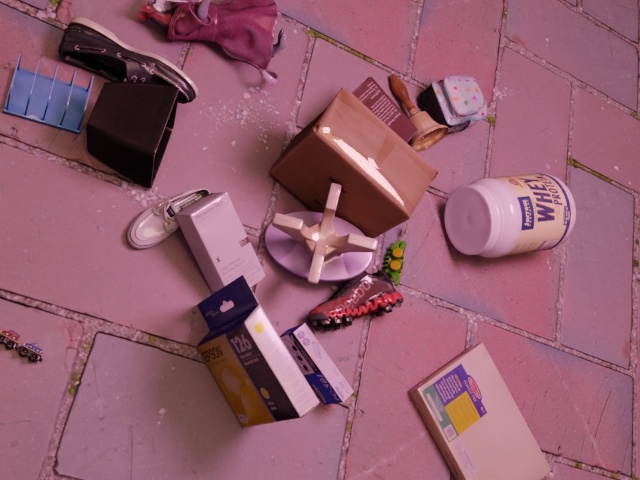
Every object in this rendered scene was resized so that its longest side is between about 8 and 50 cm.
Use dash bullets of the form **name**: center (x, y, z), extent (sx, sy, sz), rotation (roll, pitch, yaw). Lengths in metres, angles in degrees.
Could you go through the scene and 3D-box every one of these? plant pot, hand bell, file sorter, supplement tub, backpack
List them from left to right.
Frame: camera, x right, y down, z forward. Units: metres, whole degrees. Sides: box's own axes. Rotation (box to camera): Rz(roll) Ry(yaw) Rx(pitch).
- **file sorter**: center (-0.613, -0.336, 1.598), extent (0.170, 0.104, 0.118), rotation (15, 68, -24)
- **plant pot**: center (-0.439, -0.260, 1.631), extent (0.167, 0.187, 0.188), rotation (19, 66, -9)
- **hand bell**: center (0.270, -0.398, 2.103), extent (0.126, 0.126, 0.242), rotation (-17, 71, -31)
- **backpack**: center (0.420, -0.421, 2.156), extent (0.189, 0.144, 0.165), rotation (-13, 75, -37)
- **supplement tub**: center (0.551, -0.073, 2.055), extent (0.325, 0.235, 0.235), rotation (-7, 78, -30)

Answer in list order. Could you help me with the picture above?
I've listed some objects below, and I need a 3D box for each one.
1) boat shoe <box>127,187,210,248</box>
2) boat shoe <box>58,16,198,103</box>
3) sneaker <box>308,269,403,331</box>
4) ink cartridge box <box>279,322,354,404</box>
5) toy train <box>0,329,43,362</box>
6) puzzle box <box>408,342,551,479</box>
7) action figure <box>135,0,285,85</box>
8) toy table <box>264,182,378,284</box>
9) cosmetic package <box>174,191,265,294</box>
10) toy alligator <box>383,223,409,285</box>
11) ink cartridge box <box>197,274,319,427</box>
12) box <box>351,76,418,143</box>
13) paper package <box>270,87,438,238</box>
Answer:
- **boat shoe**: center (-0.357, -0.064, 1.663), extent (0.226, 0.076, 0.083), rotation (-42, 96, -31)
- **boat shoe**: center (-0.464, -0.402, 1.686), extent (0.340, 0.127, 0.113), rotation (30, 64, -15)
- **sneaker**: center (0.078, 0.147, 1.817), extent (0.276, 0.097, 0.135), rotation (-15, 76, -28)
- **ink cartridge box**: center (-0.013, 0.303, 1.716), extent (0.046, 0.097, 0.207), rotation (-37, 93, -32)
- **toy train**: center (-0.643, 0.204, 1.456), extent (0.158, 0.027, 0.036), rotation (34, 51, -14)
- **puzzle box**: center (0.437, 0.517, 1.914), extent (0.272, 0.052, 0.408), rotation (-26, 87, -31)
- **action figure**: center (-0.292, -0.564, 1.836), extent (0.371, 0.248, 0.275), rotation (-4, 119, -17)
- **toy table**: center (0.000, 0.000, 1.730), extent (0.275, 0.161, 0.252), rotation (3, 74, -4)
- **cosmetic package**: center (-0.235, 0.013, 1.661), extent (0.117, 0.086, 0.231), rotation (-37, 114, -32)
- **toy alligator**: center (0.207, 0.037, 1.949), extent (0.051, 0.056, 0.189), rotation (6, 66, 17)
- **ink cartridge box**: center (-0.167, 0.254, 1.531), extent (0.072, 0.304, 0.307), rotation (-33, 90, -33)
- **box**: center (0.119, -0.301, 1.939), extent (0.203, 0.167, 0.168), rotation (48, 58, -7)
- **paper package**: center (0.076, -0.174, 1.792), extent (0.325, 0.309, 0.168), rotation (40, 62, -11)
